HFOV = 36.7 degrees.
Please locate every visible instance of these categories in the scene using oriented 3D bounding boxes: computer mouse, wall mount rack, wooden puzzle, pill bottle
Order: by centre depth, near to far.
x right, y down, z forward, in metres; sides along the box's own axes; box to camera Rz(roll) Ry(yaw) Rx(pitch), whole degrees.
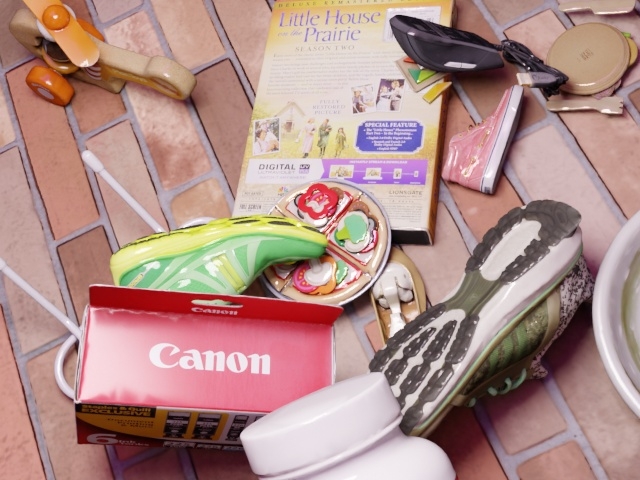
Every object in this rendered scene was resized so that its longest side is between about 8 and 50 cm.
[{"bbox_3d":[0.071,0.363,1.048,0.229,0.229,0.407,-24,90,4],"label":"pill bottle"},{"bbox_3d":[0.227,-0.254,1.396,0.184,0.262,0.060,53,131,49],"label":"computer mouse"},{"bbox_3d":[-0.302,0.055,1.422,0.304,0.130,0.350,41,80,15],"label":"wall mount rack"},{"bbox_3d":[0.158,-0.265,1.461,0.079,0.014,0.116,-33,62,-3],"label":"wooden puzzle"}]

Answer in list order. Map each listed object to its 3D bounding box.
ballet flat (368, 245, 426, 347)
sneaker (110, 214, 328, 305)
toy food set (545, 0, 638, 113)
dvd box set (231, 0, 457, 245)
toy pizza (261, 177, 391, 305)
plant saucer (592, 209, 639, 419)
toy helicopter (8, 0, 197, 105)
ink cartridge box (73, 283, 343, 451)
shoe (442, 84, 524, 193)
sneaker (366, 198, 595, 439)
[{"bbox_3d":[0.111,0.097,1.338,0.080,0.073,0.232,-18,61,8],"label":"ballet flat"},{"bbox_3d":[-0.134,0.035,1.324,0.296,0.109,0.123,-11,101,-5],"label":"sneaker"},{"bbox_3d":[0.409,-0.271,1.457,0.132,0.038,0.192,4,72,25],"label":"toy food set"},{"bbox_3d":[0.043,-0.196,1.505,0.308,0.062,0.420,1,66,16],"label":"dvd box set"},{"bbox_3d":[0.000,0.000,1.373,0.201,0.032,0.201,-6,67,14],"label":"toy pizza"},{"bbox_3d":[0.545,0.105,1.197,0.401,0.100,0.400,-6,64,12],"label":"plant saucer"},{"bbox_3d":[-0.361,-0.310,1.574,0.355,0.235,0.140,19,71,23],"label":"toy helicopter"},{"bbox_3d":[-0.144,0.170,1.203,0.310,0.272,0.130,5,64,-10],"label":"ink cartridge box"},{"bbox_3d":[0.241,-0.158,1.428,0.081,0.063,0.178,17,75,17],"label":"shoe"},{"bbox_3d":[0.218,0.149,1.223,0.410,0.182,0.158,-46,25,-5],"label":"sneaker"}]
